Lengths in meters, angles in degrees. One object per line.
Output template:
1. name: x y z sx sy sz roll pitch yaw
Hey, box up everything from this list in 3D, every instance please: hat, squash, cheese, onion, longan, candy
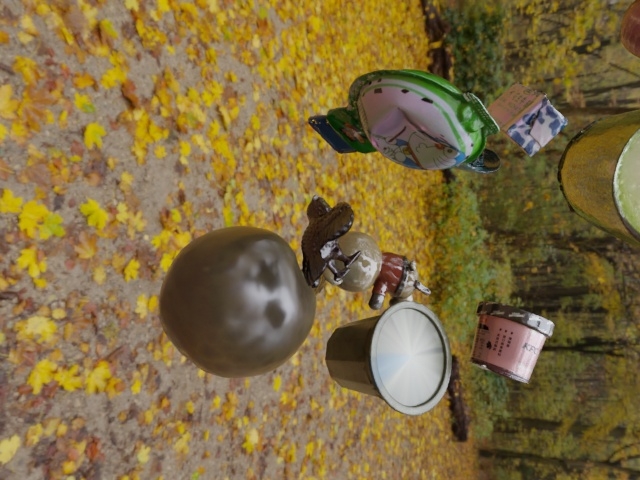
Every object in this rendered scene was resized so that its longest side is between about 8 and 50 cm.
1. hat: 0.276 -0.185 0.981 0.138 0.191 0.078 -1 107 -26
2. squash: 0.626 -0.124 0.935 0.384 0.262 0.263 -40 123 -74
3. cheese: 0.102 -0.163 0.708 0.203 0.320 0.083 38 70 -34
4. onion: 0.841 -0.504 1.161 0.201 0.207 0.201 -59 -167 23
5. longan: -0.196 0.154 1.203 0.336 0.404 0.405 44 -23 54
6. candy: 0.370 -0.224 0.889 0.073 0.092 0.160 39 22 -17

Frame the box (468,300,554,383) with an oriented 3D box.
1. box: 0.378 0.209 0.995 0.135 0.151 0.151 -68 153 -9

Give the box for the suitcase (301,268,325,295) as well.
1. suitcase: -0.055 0.161 1.534 0.285 0.066 0.206 -49 166 -44

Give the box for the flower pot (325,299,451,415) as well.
1. flower pot: 0.127 0.239 0.997 0.212 0.202 0.213 8 73 -29

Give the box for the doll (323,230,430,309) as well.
1. doll: 0.161 0.089 1.468 0.174 0.329 0.235 123 -16 -49

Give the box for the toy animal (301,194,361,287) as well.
1. toy animal: -0.002 -0.007 0.966 0.180 0.116 0.219 62 -32 26
